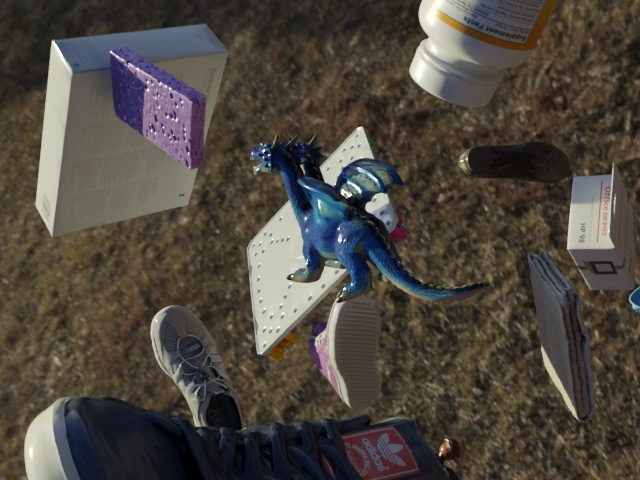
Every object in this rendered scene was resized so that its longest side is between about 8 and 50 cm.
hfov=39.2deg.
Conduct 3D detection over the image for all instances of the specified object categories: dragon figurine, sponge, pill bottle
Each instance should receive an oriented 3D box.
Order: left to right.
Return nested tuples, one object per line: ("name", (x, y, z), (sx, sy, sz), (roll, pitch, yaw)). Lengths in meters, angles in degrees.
("sponge", (-0.246, -0.202, 1.353), (0.031, 0.117, 0.210), (-27, 46, -36))
("dragon figurine", (0.027, -0.026, 0.848), (0.085, 0.144, 0.289), (-17, 21, -30))
("pill bottle", (0.190, -0.276, 0.981), (0.136, 0.136, 0.246), (57, 136, 42))

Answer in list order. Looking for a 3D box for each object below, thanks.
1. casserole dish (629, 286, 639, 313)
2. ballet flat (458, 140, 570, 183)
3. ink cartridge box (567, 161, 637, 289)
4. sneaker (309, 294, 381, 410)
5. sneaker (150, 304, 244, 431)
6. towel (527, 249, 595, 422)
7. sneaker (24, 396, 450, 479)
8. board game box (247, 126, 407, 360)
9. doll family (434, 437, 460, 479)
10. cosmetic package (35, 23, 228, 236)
("casserole dish", (0.711, 0.103, 1.797), (0.188, 0.037, 0.114), (-34, 26, -9))
("ballet flat", (0.380, -0.150, 1.766), (0.058, 0.250, 0.084), (156, 110, -65))
("ink cartridge box", (0.360, -0.016, 1.148), (0.060, 0.180, 0.104), (-1, 66, 28))
("sneaker", (0.026, 0.174, 1.633), (0.102, 0.282, 0.161), (-24, 45, -23))
("sneaker", (-0.193, 0.236, 1.541), (0.105, 0.281, 0.115), (-30, 9, -24))
("towel", (0.442, 0.170, 1.643), (0.049, 0.282, 0.187), (-14, 27, 1))
("sneaker", (-0.013, 0.147, 0.527), (0.148, 0.350, 0.131), (-35, 53, 9))
("board game box", (0.000, 0.000, 1.825), (0.390, 0.050, 0.390), (-45, 28, 20))
("doll family", (0.135, 0.291, 0.980), (0.111, 0.076, 0.193), (-43, 51, 2))
("cosmetic package", (-0.341, -0.192, 1.591), (0.284, 0.377, 0.097), (-14, 54, -34))
